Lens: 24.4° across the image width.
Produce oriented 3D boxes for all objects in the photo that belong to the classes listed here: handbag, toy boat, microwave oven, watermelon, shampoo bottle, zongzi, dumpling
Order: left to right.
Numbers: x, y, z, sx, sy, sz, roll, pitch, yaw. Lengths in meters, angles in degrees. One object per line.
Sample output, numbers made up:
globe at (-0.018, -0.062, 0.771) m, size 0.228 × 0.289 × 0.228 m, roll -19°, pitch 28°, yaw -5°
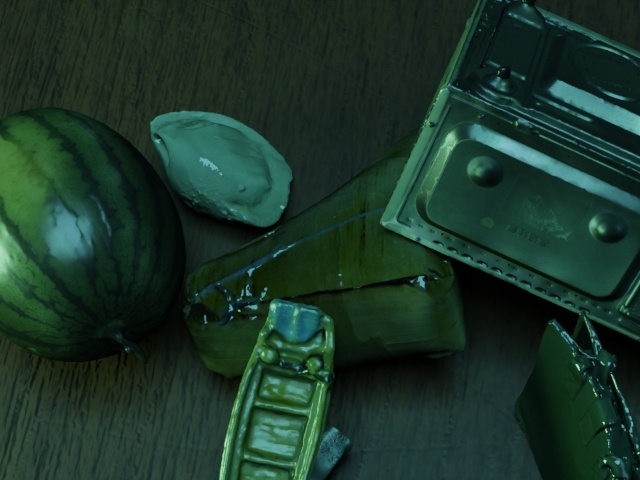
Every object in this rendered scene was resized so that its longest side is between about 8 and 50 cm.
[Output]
watermelon at (-0.312, 0.001, 1.845) m, size 0.279 × 0.279 × 0.359 m, roll -26°, pitch 58°, yaw -10°
dumpling at (-0.137, -0.092, 1.993) m, size 0.219 × 0.152 × 0.108 m, roll 47°, pitch 116°, yaw 12°
toy boat at (-0.049, 0.211, 1.738) m, size 0.111 × 0.084 × 0.276 m, roll 12°, pitch 84°, yaw 5°
shampoo bottle at (-0.042, 0.315, 1.793) m, size 0.063 × 0.057 × 0.208 m, roll 39°, pitch 74°, yaw 2°
zongzi at (0.000, 0.000, 1.911) m, size 0.356 × 0.174 × 0.393 m, roll -10°, pitch 45°, yaw 10°
microwave oven at (0.321, -0.105, 1.792) m, size 0.394 × 0.247 × 0.333 m, roll 24°, pitch 35°, yaw 1°
handbag at (0.310, 0.238, 1.699) m, size 0.079 × 0.260 × 0.248 m, roll -13°, pitch 62°, yaw -9°
